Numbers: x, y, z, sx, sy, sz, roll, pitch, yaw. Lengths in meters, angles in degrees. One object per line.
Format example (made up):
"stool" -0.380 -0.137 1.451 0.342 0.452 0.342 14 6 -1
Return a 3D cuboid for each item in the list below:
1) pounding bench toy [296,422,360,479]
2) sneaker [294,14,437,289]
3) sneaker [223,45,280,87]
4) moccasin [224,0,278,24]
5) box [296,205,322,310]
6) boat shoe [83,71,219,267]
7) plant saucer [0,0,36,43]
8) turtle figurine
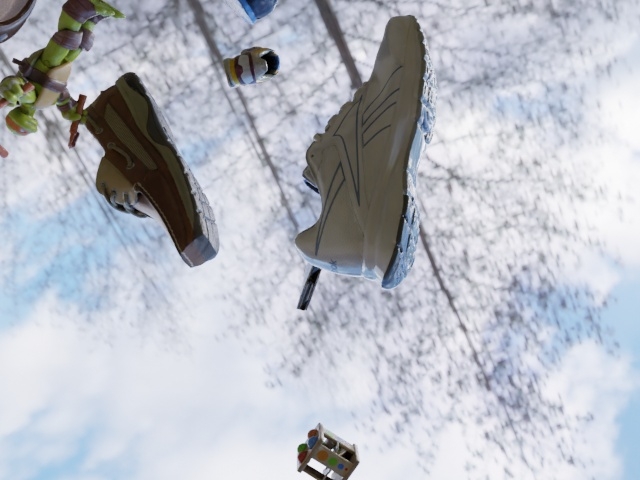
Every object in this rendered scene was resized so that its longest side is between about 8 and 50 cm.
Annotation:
"pounding bench toy" 0.005 0.260 1.250 0.052 0.065 0.083 -56 -172 9
"sneaker" 0.049 -0.101 1.042 0.129 0.111 0.297 7 -108 16
"sneaker" -0.102 -0.302 1.758 0.084 0.069 0.185 -7 -162 16
"moccasin" -0.130 -0.423 1.298 0.117 0.137 0.342 -29 -117 -3
"box" 0.000 0.000 1.787 0.021 0.164 0.201 16 -130 -3
"boat shoe" -0.235 -0.084 1.352 0.120 0.122 0.324 -29 -126 -2
"plant saucer" -0.355 -0.289 1.068 0.029 0.168 0.168 8 -138 34
"turtle figurine" -0.333 -0.210 1.271 0.217 0.087 0.269 -55 171 7
